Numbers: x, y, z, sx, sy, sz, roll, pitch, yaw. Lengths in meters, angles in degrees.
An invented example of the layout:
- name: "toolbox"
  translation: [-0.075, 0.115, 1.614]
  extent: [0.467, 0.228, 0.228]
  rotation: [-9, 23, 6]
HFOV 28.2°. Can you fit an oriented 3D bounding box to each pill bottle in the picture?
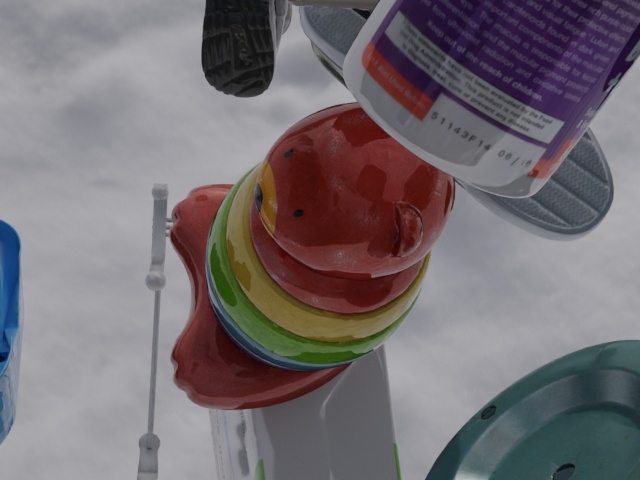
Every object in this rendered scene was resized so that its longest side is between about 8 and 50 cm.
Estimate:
- name: "pill bottle"
  translation: [0.102, -0.123, 0.536]
  extent: [0.108, 0.108, 0.193]
  rotation: [44, 116, 23]

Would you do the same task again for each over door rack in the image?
- name: "over door rack"
  translation: [-0.064, 0.097, 1.326]
  extent: [0.239, 0.108, 0.324]
  rotation: [3, 78, -7]

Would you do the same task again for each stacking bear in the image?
- name: "stacking bear"
  translation: [0.000, 0.000, 0.853]
  extent: [0.164, 0.289, 0.175]
  rotation: [2, 71, -14]

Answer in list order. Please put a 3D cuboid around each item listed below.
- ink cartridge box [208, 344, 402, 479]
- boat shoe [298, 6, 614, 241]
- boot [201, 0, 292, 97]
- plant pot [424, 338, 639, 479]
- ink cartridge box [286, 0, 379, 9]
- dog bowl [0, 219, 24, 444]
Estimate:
- name: "ink cartridge box"
  translation: [-0.029, 0.185, 1.153]
  extent: [0.119, 0.353, 0.207]
  rotation: [-7, 86, -12]
- name: "boat shoe"
  translation: [0.110, -0.111, 1.036]
  extent: [0.302, 0.094, 0.109]
  rotation: [43, 83, 9]
- name: "boot"
  translation: [-0.075, -0.354, 1.465]
  extent: [0.118, 0.338, 0.223]
  rotation: [13, 35, 0]
- name: "plant pot"
  translation: [0.191, 0.205, 0.710]
  extent: [0.271, 0.271, 0.255]
  rotation: [-43, 108, -13]
- name: "ink cartridge box"
  translation: [0.070, -0.362, 0.785]
  extent: [0.160, 0.279, 0.385]
  rotation: [3, 45, 9]
- name: "dog bowl"
  translation: [-0.325, 0.088, 1.053]
  extent: [0.166, 0.074, 0.297]
  rotation: [-10, 34, -3]
